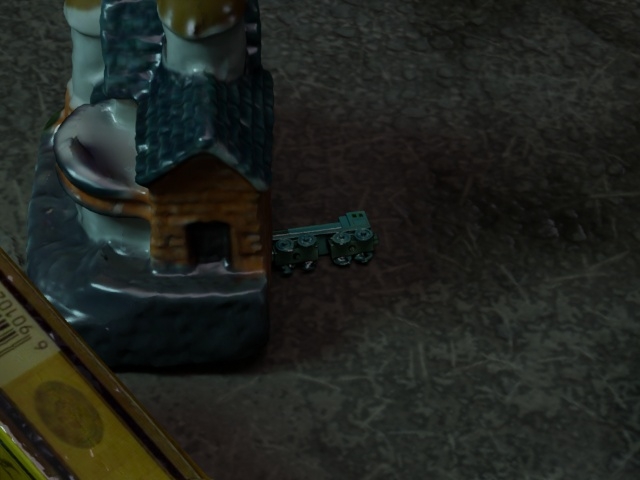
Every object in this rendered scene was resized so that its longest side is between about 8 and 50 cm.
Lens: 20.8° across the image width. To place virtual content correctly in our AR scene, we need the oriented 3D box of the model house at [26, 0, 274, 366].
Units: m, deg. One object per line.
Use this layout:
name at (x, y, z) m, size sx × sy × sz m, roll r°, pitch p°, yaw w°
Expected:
model house at (-0.127, -0.098, 1.278) m, size 0.190 × 0.301 × 0.271 m, roll 1°, pitch 47°, yaw -3°

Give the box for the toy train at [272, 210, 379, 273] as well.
toy train at (0.000, 0.000, 1.386) m, size 0.092 × 0.029 × 0.045 m, roll -8°, pitch 39°, yaw -10°

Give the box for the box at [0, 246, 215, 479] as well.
box at (-0.177, 0.137, 1.082) m, size 0.084 × 0.193 × 0.301 m, roll -33°, pitch 68°, yaw -31°
